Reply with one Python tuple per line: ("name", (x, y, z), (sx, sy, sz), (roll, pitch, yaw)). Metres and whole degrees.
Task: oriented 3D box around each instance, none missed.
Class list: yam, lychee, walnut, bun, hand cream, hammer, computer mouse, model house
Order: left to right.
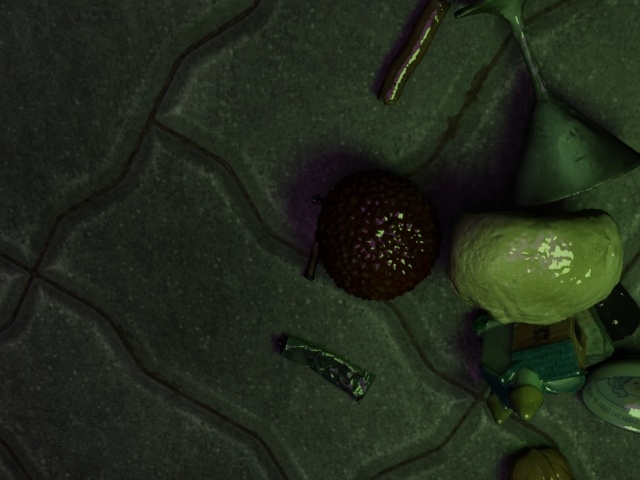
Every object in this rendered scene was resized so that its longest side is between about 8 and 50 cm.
("hammer", (0.000, 0.000, 1.796), (0.078, 0.021, 0.200), (14, 110, 3))
("hand cream", (0.007, 0.298, 1.877), (0.248, 0.052, 0.075), (30, 110, -2))
("lychee", (0.118, -0.010, 1.652), (0.276, 0.304, 0.275), (3, 73, -10))
("yam", (0.190, -0.388, 1.628), (0.057, 0.057, 0.241), (29, 108, -2))
("bun", (0.417, 0.051, 1.561), (0.353, 0.349, 0.227), (-2, 90, 33))
("model house", (0.449, 0.281, 1.632), (0.267, 0.325, 0.194), (-19, 113, 29))
("walnut", (0.516, 0.566, 1.849), (0.167, 0.149, 0.166), (2, 83, -16))
("computer mouse", (0.608, 0.131, 1.725), (0.122, 0.073, 0.217), (-36, 103, 19))

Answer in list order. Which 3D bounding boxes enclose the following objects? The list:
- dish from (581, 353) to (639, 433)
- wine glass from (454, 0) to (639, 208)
("dish", (0.723, 0.311, 1.734), (0.273, 0.133, 0.273), (16, 149, 10))
("wine glass", (0.424, -0.291, 1.526), (0.267, 0.267, 0.406), (-22, 101, 14))
